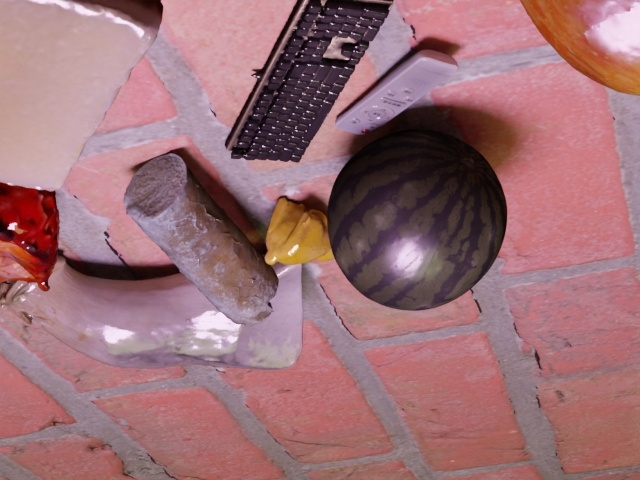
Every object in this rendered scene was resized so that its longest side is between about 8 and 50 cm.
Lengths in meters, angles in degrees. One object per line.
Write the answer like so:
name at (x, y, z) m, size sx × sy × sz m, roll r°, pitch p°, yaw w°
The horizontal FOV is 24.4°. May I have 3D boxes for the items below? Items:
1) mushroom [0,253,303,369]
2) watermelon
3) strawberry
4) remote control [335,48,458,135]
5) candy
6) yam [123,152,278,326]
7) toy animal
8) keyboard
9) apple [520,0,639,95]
mushroom at (-0.223, 0.091, 1.964) m, size 0.397 × 0.126 × 0.177 m, roll -3°, pitch 125°, yaw -5°
watermelon at (0.109, -0.026, 1.690) m, size 0.212 × 0.212 × 0.212 m, roll -3°, pitch 153°, yaw -2°
strawberry at (-0.379, -0.047, 1.664) m, size 0.253 × 0.150 × 0.280 m, roll -6°, pitch 161°, yaw 43°
remote control at (0.081, -0.163, 1.618) m, size 0.050 × 0.027 × 0.184 m, roll 14°, pitch 153°, yaw -28°
candy at (-0.282, -0.186, 1.409) m, size 0.179 × 0.135 × 0.320 m, roll 10°, pitch 148°, yaw -24°
yam at (-0.137, 0.007, 1.794) m, size 0.093 × 0.093 × 0.259 m, roll -16°, pitch 139°, yaw 22°
toy animal at (-0.003, 0.002, 1.880) m, size 0.070 × 0.083 × 0.159 m, roll 32°, pitch -168°, yaw 36°
keyboard at (-0.022, -0.169, 1.588) m, size 0.106 × 0.027 × 0.317 m, roll 5°, pitch 152°, yaw -17°
apple at (0.305, -0.241, 1.247) m, size 0.309 × 0.250 × 0.277 m, roll 3°, pitch 152°, yaw -17°
